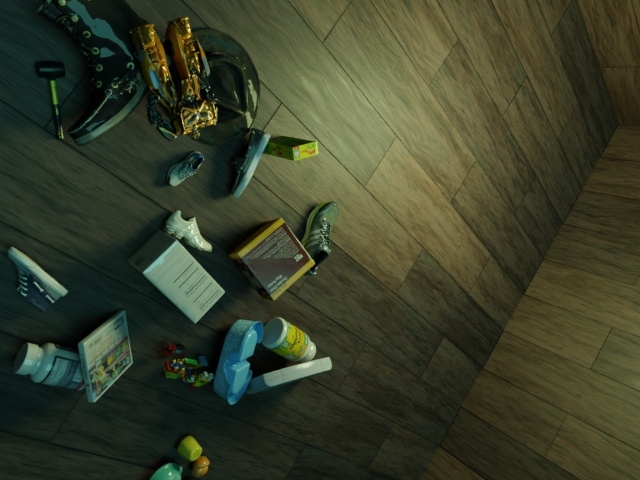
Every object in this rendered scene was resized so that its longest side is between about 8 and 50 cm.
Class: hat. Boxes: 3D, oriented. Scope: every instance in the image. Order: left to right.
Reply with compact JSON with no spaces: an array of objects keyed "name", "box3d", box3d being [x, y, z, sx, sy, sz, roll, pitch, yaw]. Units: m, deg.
[{"name":"hat","box3d":[-0.279,-0.436,1.440,0.331,0.134,0.331,-13,112,-36]}]

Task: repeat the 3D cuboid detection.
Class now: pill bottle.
[{"name":"pill bottle","box3d":[-0.723,0.338,1.361,0.180,0.108,0.108,30,85,-40]},{"name":"pill bottle","box3d":[-0.112,0.377,1.852,0.208,0.117,0.117,42,78,-39]}]

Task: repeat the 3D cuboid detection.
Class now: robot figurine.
[{"name":"robot figurine","box3d":[-0.357,-0.397,1.263,0.211,0.085,0.291,-33,118,-36]}]

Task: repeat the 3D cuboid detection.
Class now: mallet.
[{"name":"mallet","box3d":[-0.663,-0.344,1.231,0.062,0.039,0.190,-5,112,-39]}]

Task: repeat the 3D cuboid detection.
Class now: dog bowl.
[{"name":"dog bowl","box3d":[-0.285,0.408,1.715,0.166,0.074,0.297,-4,110,-72]}]

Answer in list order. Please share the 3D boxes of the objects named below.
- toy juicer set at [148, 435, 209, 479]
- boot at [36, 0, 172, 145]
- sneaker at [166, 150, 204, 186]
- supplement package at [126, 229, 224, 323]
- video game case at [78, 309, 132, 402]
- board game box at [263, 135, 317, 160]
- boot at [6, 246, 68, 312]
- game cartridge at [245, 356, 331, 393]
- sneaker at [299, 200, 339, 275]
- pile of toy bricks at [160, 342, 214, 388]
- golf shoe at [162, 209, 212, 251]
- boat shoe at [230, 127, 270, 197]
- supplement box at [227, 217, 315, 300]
[{"name":"toy juicer set","box3d":[-0.521,0.844,1.712,0.329,0.089,0.209,-46,141,-28]},{"name":"boot","box3d":[-0.549,-0.445,1.203,0.284,0.138,0.377,50,63,-37]},{"name":"sneaker","box3d":[-0.395,-0.211,1.470,0.135,0.058,0.052,-50,129,-13]},{"name":"supplement package","box3d":[-0.428,0.109,1.497,0.134,0.139,0.244,-48,127,-18]},{"name":"video game case","box3d":[-0.606,0.323,1.422,0.201,0.023,0.183,-61,153,-69]},{"name":"board game box","box3d":[-0.100,-0.295,1.594,0.092,0.181,0.043,-22,117,-31]},{"name":"boot","box3d":[-0.749,0.106,1.286,0.086,0.069,0.190,-48,130,-19]},{"name":"game cartridge","box3d":[-0.112,0.498,1.851,0.297,0.198,0.062,-5,74,-37]},{"name":"sneaker","box3d":[0.000,0.000,1.811,0.111,0.121,0.300,25,88,-41]},{"name":"pile of toy bricks","box3d":[-0.456,0.417,1.618,0.105,0.118,0.212,-35,146,9]},{"name":"golf shoe","box3d":[-0.391,-0.027,1.532,0.176,0.069,0.086,37,75,-41]},{"name":"boat shoe","box3d":[-0.238,-0.248,1.576,0.076,0.080,0.228,26,99,-13]},{"name":"supplement box","box3d":[-0.163,0.062,1.657,0.191,0.129,0.194,-41,103,-21]}]
